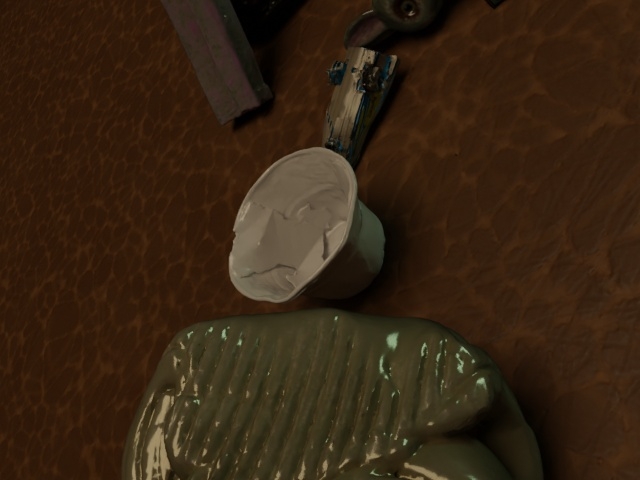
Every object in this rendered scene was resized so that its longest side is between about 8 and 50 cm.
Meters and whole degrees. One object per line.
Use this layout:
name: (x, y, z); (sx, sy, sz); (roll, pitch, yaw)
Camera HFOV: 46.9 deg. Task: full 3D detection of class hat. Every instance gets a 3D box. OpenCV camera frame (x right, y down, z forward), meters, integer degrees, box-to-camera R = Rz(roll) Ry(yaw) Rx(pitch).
hat: (0.000, 0.000, 0.885); (0.203, 0.126, 0.203); (-23, 55, 37)

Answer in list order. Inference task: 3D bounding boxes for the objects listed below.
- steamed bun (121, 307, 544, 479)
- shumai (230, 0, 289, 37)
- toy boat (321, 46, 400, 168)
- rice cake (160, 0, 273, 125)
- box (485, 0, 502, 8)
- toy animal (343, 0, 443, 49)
steamed bun: (0.006, 0.242, 0.668); (0.368, 0.255, 0.342); (7, 54, 18)
shumai: (-0.185, -0.550, 1.190); (0.395, 0.348, 0.394); (-18, 60, 35)
toy boat: (0.038, -0.161, 0.981); (0.084, 0.066, 0.210); (22, 98, 38)
rice cake: (-0.172, -0.326, 1.131); (0.106, 0.297, 0.050); (-7, 28, 39)
box: (0.228, -0.328, 0.895); (0.082, 0.023, 0.051); (-38, 49, 26)
toy animal: (0.125, -0.339, 0.955); (0.251, 0.127, 0.125); (-62, 31, 29)
